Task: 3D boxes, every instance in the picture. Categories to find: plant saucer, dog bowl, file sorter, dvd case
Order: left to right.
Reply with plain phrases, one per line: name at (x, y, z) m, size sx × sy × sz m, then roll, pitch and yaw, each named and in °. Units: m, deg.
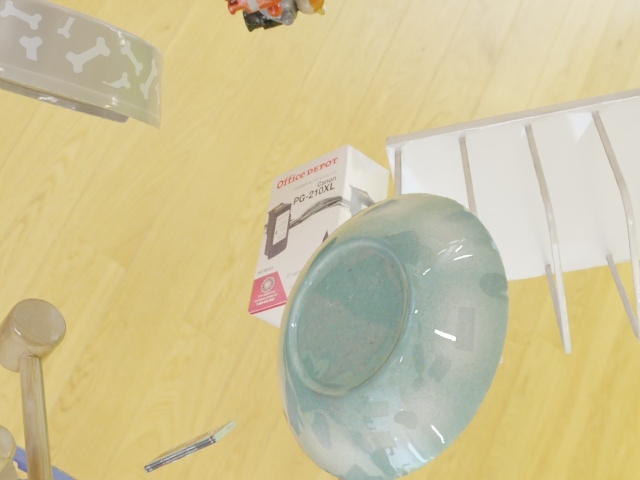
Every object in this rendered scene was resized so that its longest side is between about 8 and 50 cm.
dog bowl at (-0.360, -0.235, 1.126) m, size 0.349 × 0.349 × 0.102 m, roll 14°, pitch 92°, yaw -31°
dvd case at (-0.186, 0.296, 1.275) m, size 0.120 × 0.087 × 0.013 m, roll -25°, pitch 87°, yaw 14°
plant saucer at (0.028, 0.053, 0.565) m, size 0.037 × 0.195 × 0.194 m, roll 26°, pitch 75°, yaw -39°
file sorter at (0.218, -0.002, 0.846) m, size 0.173 × 0.278 × 0.192 m, roll -85°, pitch 162°, yaw -55°

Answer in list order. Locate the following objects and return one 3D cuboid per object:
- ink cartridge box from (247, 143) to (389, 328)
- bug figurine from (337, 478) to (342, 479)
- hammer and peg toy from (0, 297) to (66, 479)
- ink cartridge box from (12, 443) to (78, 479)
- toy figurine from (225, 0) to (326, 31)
ink cartridge box at (0.000, 0.000, 1.299) m, size 0.100 × 0.172 × 0.237 m, roll 31°, pitch 55°, yaw -35°
bug figurine at (0.052, 0.250, 1.281) m, size 0.216 × 0.072 × 0.278 m, roll 52°, pitch 44°, yaw -58°
hammer and peg toy at (-0.345, 0.128, 0.721) m, size 0.361 × 0.127 × 0.266 m, roll -1°, pitch 52°, yaw -46°
ink cartridge box at (-0.514, 0.367, 1.174) m, size 0.324 × 0.330 × 0.071 m, roll 48°, pitch 23°, yaw -41°
toy figurine at (-0.074, -0.429, 1.321) m, size 0.148 × 0.209 × 0.213 m, roll -15°, pitch 87°, yaw 8°
